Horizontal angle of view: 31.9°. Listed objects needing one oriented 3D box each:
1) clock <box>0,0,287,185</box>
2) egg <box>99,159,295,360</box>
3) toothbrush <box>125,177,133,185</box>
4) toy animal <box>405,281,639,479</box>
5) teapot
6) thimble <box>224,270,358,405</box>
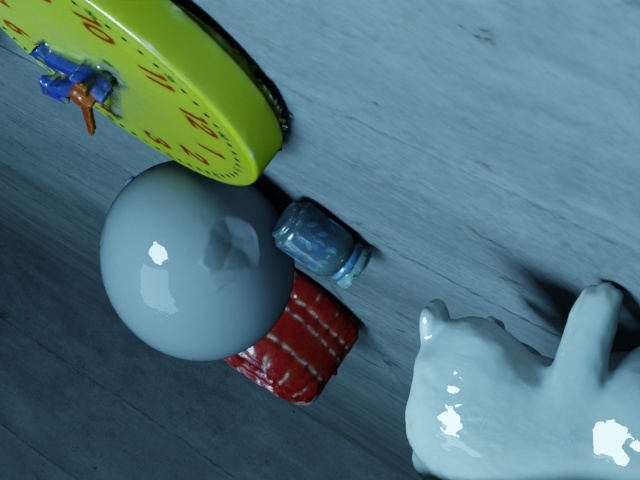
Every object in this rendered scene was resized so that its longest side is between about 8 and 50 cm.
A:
[{"bbox_3d":[-0.160,-0.130,0.825,0.293,0.071,0.277,25,165,34],"label":"clock"},{"bbox_3d":[-0.113,0.016,1.027,0.176,0.176,0.232,30,158,17],"label":"egg"},{"bbox_3d":[-0.231,-0.044,1.485,0.019,0.016,0.219,41,170,10],"label":"toothbrush"},{"bbox_3d":[0.197,0.111,0.736,0.282,0.138,0.140,1,162,26],"label":"toy animal"},{"bbox_3d":[-0.002,0.004,0.983,0.083,0.049,0.063,37,168,-16],"label":"teapot"},{"bbox_3d":[-0.052,0.105,1.339,0.189,0.125,0.163,40,164,-27],"label":"thimble"}]
